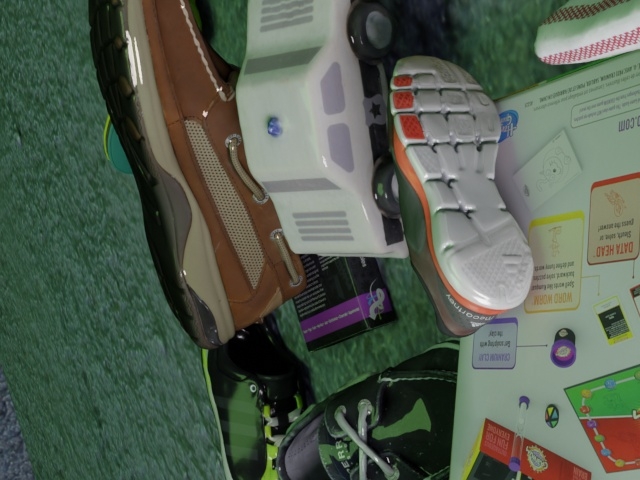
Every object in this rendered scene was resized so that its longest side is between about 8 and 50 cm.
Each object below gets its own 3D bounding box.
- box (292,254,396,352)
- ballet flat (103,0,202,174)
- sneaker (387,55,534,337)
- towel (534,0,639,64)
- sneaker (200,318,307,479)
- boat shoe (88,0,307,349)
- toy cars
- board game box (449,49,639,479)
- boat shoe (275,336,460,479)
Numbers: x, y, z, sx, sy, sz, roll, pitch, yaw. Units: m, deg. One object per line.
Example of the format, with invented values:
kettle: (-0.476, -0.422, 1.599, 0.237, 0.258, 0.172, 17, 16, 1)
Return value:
box: (0.000, 0.000, 0.902, 0.116, 0.029, 0.162, -30, 77, 63)
ballet flat: (-0.160, -0.159, 1.107, 0.231, 0.077, 0.077, 118, 153, -50)
sneaker: (0.056, -0.022, 0.570, 0.065, 0.061, 0.158, 120, 150, -50)
towel: (0.167, -0.110, 0.329, 0.029, 0.197, 0.144, 62, 155, -9)
sneaker: (-0.050, 0.156, 1.015, 0.235, 0.084, 0.097, 63, 150, 25)
boat shoe: (-0.081, -0.074, 0.831, 0.122, 0.120, 0.324, -130, 25, -52)
toy cars: (0.026, -0.150, 0.631, 0.176, 0.087, 0.394, 44, 130, 26)
board game box: (0.145, 0.075, 0.488, 0.242, 0.064, 0.317, -11, 71, 64)
boat shoe: (0.049, 0.135, 0.786, 0.301, 0.102, 0.108, -32, 74, 63)
